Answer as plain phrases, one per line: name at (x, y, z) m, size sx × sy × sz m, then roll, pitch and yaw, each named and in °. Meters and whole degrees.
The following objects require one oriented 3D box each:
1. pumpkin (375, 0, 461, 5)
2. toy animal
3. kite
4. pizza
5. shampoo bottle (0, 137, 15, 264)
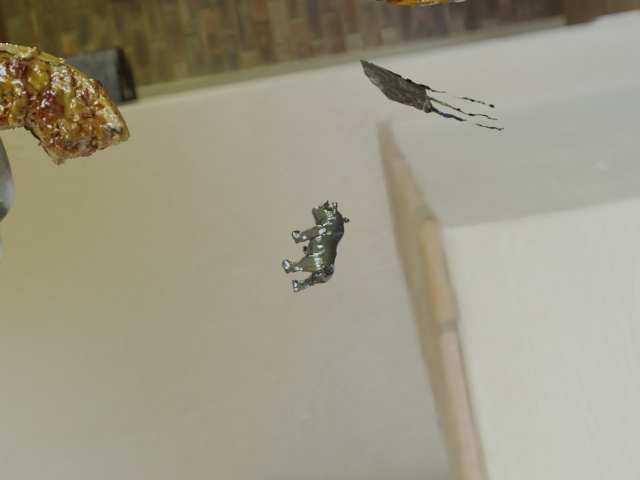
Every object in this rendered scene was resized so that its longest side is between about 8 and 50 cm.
pumpkin at (0.154, -0.452, 2.067) m, size 0.238 × 0.238 × 0.159 m, roll -68°, pitch -20°, yaw -85°
toy animal at (0.000, 0.000, 1.610) m, size 0.047 × 0.065 × 0.135 m, roll 53°, pitch -146°, yaw -31°
kite at (0.198, -0.252, 2.359) m, size 0.015 × 0.285 × 0.152 m, roll -63°, pitch -33°, yaw -11°
pizza at (-0.437, -0.215, 2.059) m, size 0.086 × 0.305 × 0.161 m, roll -17°, pitch 53°, yaw 64°
shampoo bottle at (-0.570, -0.078, 1.731) m, size 0.322 × 0.323 × 0.317 m, roll 71°, pitch -179°, yaw -75°
